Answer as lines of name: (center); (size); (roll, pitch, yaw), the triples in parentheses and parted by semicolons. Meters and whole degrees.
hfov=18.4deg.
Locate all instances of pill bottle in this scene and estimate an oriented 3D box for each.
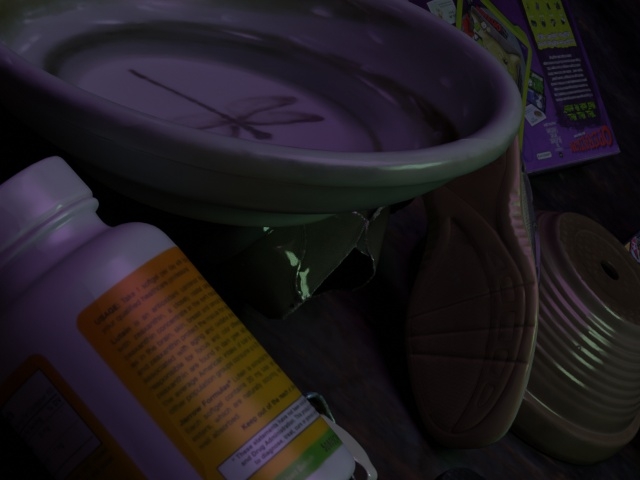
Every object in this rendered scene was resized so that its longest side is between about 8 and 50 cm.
pill bottle: (-0.107, 0.077, 1.108); (0.245, 0.136, 0.136); (50, 28, 4)

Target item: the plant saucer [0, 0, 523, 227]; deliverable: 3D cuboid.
plant saucer: (-0.068, -0.099, 1.336); (0.400, 0.100, 0.400); (13, 24, -6)

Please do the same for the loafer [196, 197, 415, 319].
loafer: (0.000, 0.000, 1.427); (0.251, 0.094, 0.087); (-28, 89, -57)

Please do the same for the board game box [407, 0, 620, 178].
board game box: (0.163, -0.156, 1.820); (0.347, 0.056, 0.208); (-12, 79, -59)

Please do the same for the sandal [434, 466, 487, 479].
sandal: (0.118, 0.203, 1.380); (0.179, 0.040, 0.067); (29, 36, -59)

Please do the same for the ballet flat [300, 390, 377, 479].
ballet flat: (0.018, 0.176, 1.236); (0.070, 0.070, 0.188); (-2, 55, -56)

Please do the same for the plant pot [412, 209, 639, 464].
plant pot: (0.196, 0.055, 1.596); (0.237, 0.110, 0.237); (35, 29, -23)

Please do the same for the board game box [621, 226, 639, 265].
board game box: (0.327, 0.071, 1.830); (0.165, 0.042, 0.243); (51, 28, 5)

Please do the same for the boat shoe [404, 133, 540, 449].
boat shoe: (0.121, 0.020, 1.479); (0.092, 0.103, 0.285); (38, 47, -64)
